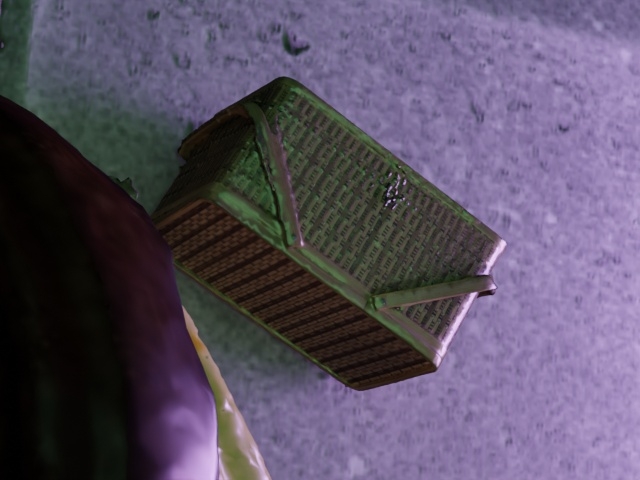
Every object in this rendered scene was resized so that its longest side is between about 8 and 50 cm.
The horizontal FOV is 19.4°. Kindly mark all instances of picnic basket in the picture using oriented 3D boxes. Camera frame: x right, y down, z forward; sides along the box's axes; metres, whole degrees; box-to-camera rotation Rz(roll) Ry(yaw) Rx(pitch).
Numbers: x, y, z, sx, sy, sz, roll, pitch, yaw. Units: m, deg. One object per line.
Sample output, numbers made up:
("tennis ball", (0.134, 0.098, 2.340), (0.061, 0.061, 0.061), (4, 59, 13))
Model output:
("picnic basket", (0.000, 0.000, 0.958), (0.164, 0.115, 0.079), (36, 69, -13))

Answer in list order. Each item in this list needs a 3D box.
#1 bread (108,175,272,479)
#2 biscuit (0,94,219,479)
("bread", (-0.167, 0.146, 0.714), (0.242, 0.345, 0.405), (-28, 99, -53))
("biscuit", (-0.215, 0.125, 0.687), (0.091, 0.407, 0.407), (25, 66, -50))
